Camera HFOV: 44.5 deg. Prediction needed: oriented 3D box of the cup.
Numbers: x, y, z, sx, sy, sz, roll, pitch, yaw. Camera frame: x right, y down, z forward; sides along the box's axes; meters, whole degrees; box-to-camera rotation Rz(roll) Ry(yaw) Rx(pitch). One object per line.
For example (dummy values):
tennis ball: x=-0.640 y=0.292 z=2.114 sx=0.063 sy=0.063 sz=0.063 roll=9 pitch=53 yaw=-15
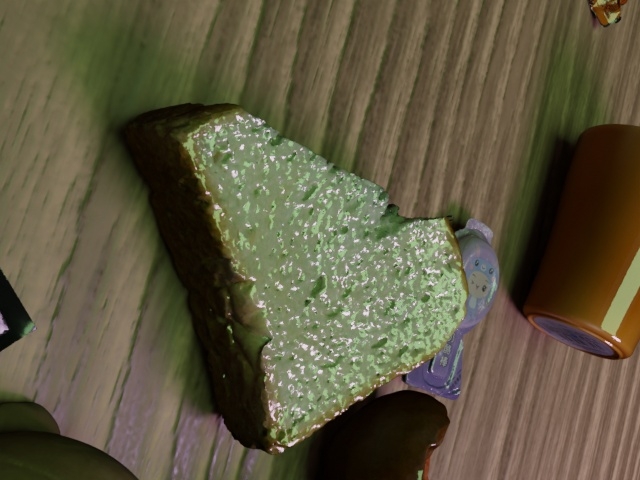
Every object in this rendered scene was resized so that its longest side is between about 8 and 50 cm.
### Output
cup: x=0.357 y=0.005 z=0.951 sx=0.263 sy=0.182 sz=0.226 roll=-62 pitch=160 yaw=-10

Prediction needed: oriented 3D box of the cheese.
cheese: x=0.144 y=0.070 z=0.826 sx=0.105 sy=0.042 sz=0.190 roll=25 pitch=80 yaw=-39

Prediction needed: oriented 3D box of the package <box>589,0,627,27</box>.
package: x=0.384 y=-0.329 z=1.010 sx=0.111 sy=0.033 sz=0.077 roll=-36 pitch=127 yaw=-29

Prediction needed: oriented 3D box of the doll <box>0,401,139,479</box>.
doll: x=-0.131 y=0.260 z=0.473 sx=0.330 sy=0.174 sz=0.235 roll=52 pitch=18 yaw=-14

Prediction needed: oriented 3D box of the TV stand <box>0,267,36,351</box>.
TV stand: x=-0.251 y=-0.045 z=0.453 sx=0.040 sy=0.049 sz=0.256 roll=-37 pitch=118 yaw=-32

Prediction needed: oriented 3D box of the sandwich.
sandwich: x=-0.003 y=0.000 z=0.647 sx=0.254 sy=0.100 sz=0.288 roll=-29 pitch=113 yaw=-30

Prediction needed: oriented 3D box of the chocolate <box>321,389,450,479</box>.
chocolate: x=0.070 y=0.205 z=0.723 sx=0.127 sy=0.124 sz=0.133 roll=37 pitch=49 yaw=-21
